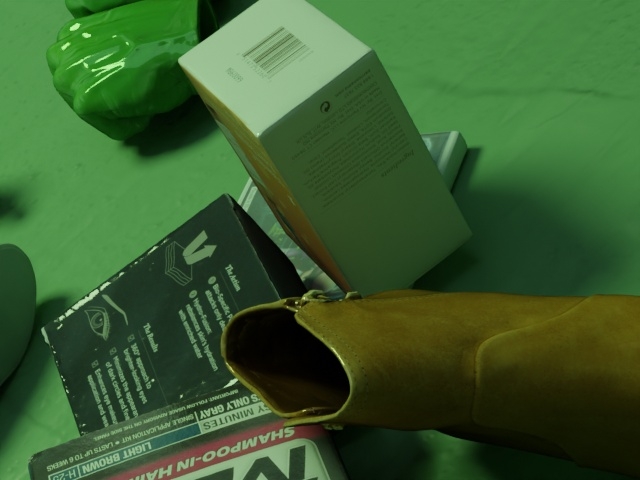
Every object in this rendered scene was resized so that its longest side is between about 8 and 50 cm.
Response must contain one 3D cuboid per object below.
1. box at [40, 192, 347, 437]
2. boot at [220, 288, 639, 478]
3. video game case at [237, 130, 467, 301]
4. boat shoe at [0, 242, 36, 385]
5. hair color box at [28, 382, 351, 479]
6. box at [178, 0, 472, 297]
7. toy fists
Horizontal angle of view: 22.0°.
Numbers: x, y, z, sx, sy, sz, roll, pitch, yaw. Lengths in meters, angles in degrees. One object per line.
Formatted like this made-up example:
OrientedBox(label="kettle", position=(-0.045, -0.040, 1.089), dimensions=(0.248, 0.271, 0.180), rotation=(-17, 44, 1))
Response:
OrientedBox(label="box", position=(-0.076, 0.081, 1.057), dimensions=(0.158, 0.093, 0.156), rotation=(-36, 42, 6))
OrientedBox(label="boot", position=(0.101, 0.078, 0.858), dimensions=(0.295, 0.211, 0.104), rotation=(6, 94, 50))
OrientedBox(label="video game case", position=(0.000, 0.000, 1.172), dimensions=(0.173, 0.022, 0.190), rotation=(-3, 46, 32))
OrientedBox(label="boat shoe", position=(-0.296, 0.105, 1.206), dimensions=(0.084, 0.095, 0.258), rotation=(0, 47, 30))
OrientedBox(label="hair color box", position=(-0.035, 0.227, 0.846), dimensions=(0.174, 0.105, 0.347), rotation=(-19, 37, -6))
OrientedBox(label="box", position=(0.004, -0.059, 1.076), dimensions=(0.091, 0.170, 0.130), rotation=(-37, 38, -7))
OrientedBox(label="toy fists", position=(-0.156, -0.188, 1.438), dimensions=(0.142, 0.096, 0.279), rotation=(-12, 39, 9))
